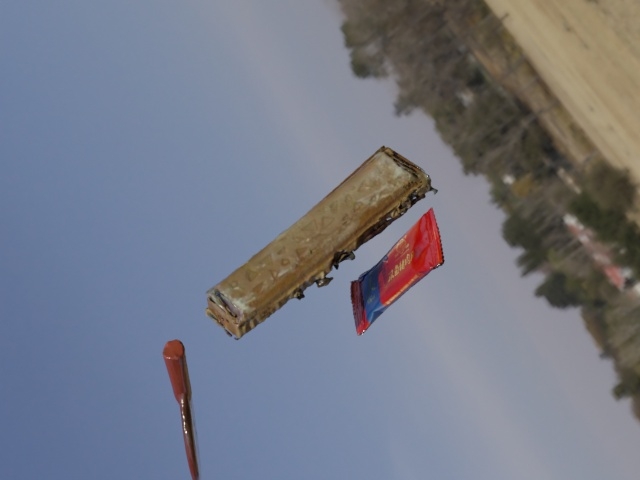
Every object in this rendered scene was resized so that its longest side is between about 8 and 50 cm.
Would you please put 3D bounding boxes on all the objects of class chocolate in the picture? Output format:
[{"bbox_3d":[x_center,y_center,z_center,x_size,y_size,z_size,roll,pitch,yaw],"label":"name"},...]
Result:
[{"bbox_3d":[-0.004,-0.005,1.294,0.102,0.329,0.065,38,161,40],"label":"chocolate"}]

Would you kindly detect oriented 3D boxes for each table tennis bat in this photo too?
[{"bbox_3d":[-0.120,0.149,0.929,0.098,0.019,0.155,-104,8,-50],"label":"table tennis bat"}]

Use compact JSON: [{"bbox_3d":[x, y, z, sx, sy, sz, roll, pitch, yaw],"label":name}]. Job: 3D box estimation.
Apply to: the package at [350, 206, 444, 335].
[{"bbox_3d":[0.093,0.042,1.327,0.022,0.200,0.083,14,-127,-25],"label":"package"}]
